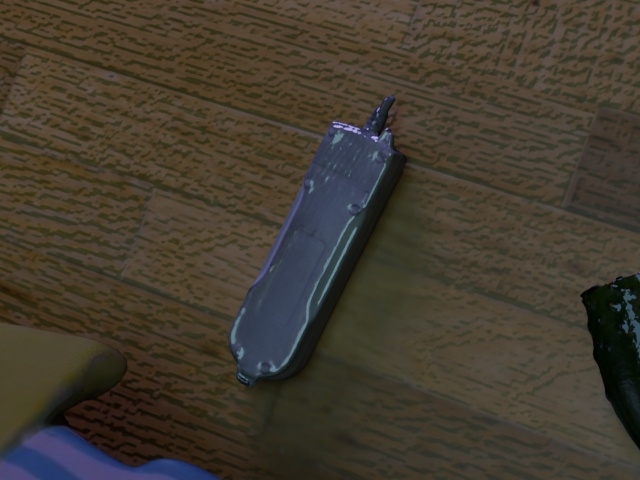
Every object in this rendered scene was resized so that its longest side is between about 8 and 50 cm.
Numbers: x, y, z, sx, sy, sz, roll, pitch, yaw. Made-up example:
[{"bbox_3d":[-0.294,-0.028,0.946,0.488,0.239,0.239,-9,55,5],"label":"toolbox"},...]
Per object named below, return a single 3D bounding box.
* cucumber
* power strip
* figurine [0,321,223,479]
[{"bbox_3d":[0.182,0.067,0.785,0.067,0.035,0.107,-19,75,13],"label":"cucumber"},{"bbox_3d":[0.000,0.000,0.862,0.048,0.030,0.191,26,88,23],"label":"power strip"},{"bbox_3d":[-0.181,0.258,0.788,0.361,0.266,0.377,20,122,33],"label":"figurine"}]
